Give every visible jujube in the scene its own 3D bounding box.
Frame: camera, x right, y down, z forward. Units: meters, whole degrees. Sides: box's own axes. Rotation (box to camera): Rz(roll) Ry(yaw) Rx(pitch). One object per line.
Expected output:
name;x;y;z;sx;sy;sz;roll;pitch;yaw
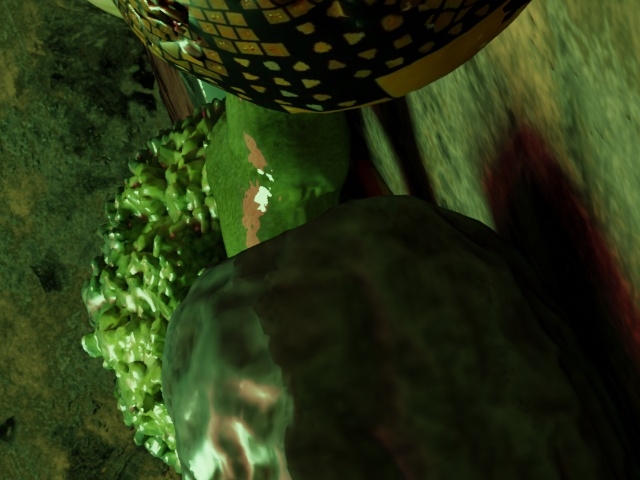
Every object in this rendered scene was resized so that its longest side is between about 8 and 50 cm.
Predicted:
jujube;0.047;0.134;0.787;0.226;0.226;0.317;89;161;-71

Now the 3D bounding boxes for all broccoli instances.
broccoli;-0.055;0.055;1.215;0.288;0.235;0.260;59;-177;-43

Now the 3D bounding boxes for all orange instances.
orange;-0.012;-0.152;0.498;0.234;0.182;0.234;54;157;36

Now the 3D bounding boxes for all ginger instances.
ginger;-0.028;-0.078;1.022;0.137;0.089;0.290;-107;14;-75

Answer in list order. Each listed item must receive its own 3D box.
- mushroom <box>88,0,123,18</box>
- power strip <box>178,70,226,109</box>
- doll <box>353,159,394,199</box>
mushroom;-0.165;-0.246;1.462;0.236;0.162;0.173;-130;21;-74
power strip;-0.102;-0.157;1.694;0.253;0.054;0.168;112;134;-80
doll;0.060;0.041;1.019;0.109;0.057;0.169;83;166;-50
